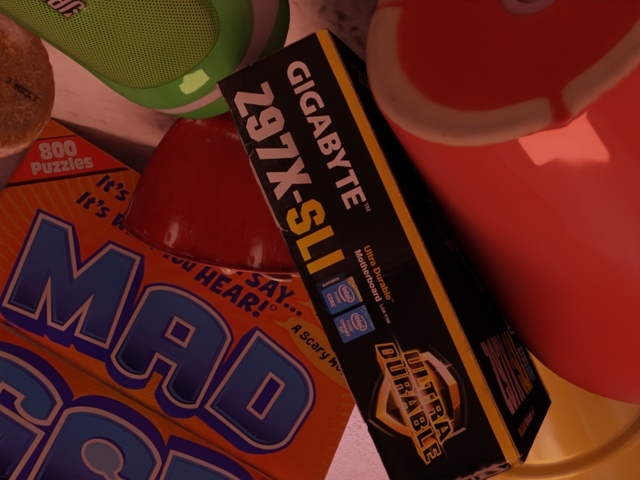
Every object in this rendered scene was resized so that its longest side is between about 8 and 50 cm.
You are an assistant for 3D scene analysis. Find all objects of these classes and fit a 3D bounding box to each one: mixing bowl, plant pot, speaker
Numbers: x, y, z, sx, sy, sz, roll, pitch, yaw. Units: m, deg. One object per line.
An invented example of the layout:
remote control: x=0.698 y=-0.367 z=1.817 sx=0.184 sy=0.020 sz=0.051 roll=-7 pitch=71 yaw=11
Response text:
mixing bowl: x=-0.059 y=-0.049 z=0.956 sx=0.181 sy=0.098 sz=0.181 roll=8 pitch=-163 yaw=-3
plant pot: x=0.170 y=-0.075 z=0.706 sx=0.275 sy=0.275 sz=0.243 roll=-11 pitch=144 yaw=34
plant pot: x=0.200 y=0.093 z=1.160 sx=0.254 sy=0.254 sz=0.239 roll=-4 pitch=142 yaw=21
speaker: x=-0.139 y=-0.174 z=0.657 sx=0.131 sy=0.131 sz=0.296 roll=-9 pitch=156 yaw=31

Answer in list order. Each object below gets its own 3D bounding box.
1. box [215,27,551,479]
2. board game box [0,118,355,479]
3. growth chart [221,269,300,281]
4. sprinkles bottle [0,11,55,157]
box: x=0.059 y=0.019 z=0.803 sx=0.079 sy=0.257 sz=0.322 roll=-24 pitch=173 yaw=11
board game box: x=-0.224 y=0.181 z=1.138 sx=0.356 sy=0.356 sz=0.356 roll=32 pitch=151 yaw=-14
growth chart: x=0.000 y=0.000 z=1.035 sx=0.237 sy=0.021 sz=0.172 roll=0 pitch=-162 yaw=-29
sprinkles bottle: x=-0.360 y=-0.085 z=0.936 sx=0.355 sy=0.121 sz=0.121 roll=-12 pitch=154 yaw=37
